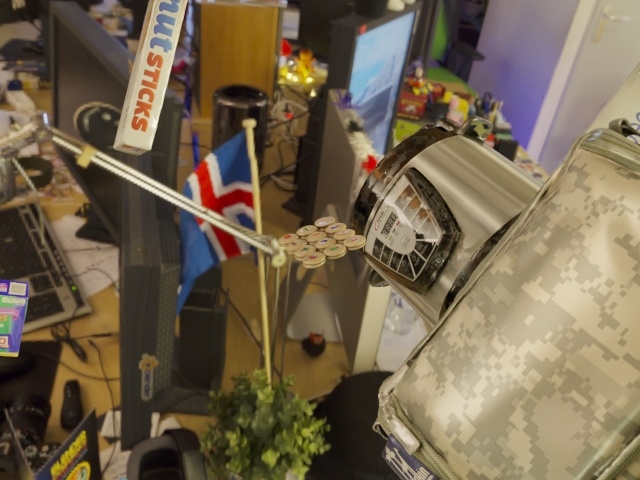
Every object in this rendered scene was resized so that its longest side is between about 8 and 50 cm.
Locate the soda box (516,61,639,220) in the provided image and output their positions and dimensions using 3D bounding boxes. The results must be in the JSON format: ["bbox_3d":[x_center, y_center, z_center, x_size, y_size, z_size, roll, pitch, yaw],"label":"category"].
[{"bbox_3d":[0.338,-0.090,0.733,0.091,0.098,0.286,37,60,13],"label":"soda box"}]

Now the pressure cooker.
[{"bbox_3d":[0.269,-0.027,1.322,0.370,0.375,0.420,-34,54,-12],"label":"pressure cooker"}]

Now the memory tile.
[{"bbox_3d":[0.000,0.000,1.036,0.113,0.012,0.148,-22,25,-18],"label":"memory tile"}]

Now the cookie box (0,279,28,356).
[{"bbox_3d":[-0.462,0.107,0.872,0.092,0.107,0.040,9,29,-26],"label":"cookie box"}]

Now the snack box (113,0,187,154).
[{"bbox_3d":[-0.108,-0.147,0.425,0.022,0.178,0.064,14,-1,-22],"label":"snack box"}]

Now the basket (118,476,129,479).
[{"bbox_3d":[-0.415,0.556,1.048,0.201,0.289,0.255,26,-9,-3],"label":"basket"}]

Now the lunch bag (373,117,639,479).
[{"bbox_3d":[0.218,0.097,0.470,0.256,0.305,0.212,37,11,11],"label":"lunch bag"}]
